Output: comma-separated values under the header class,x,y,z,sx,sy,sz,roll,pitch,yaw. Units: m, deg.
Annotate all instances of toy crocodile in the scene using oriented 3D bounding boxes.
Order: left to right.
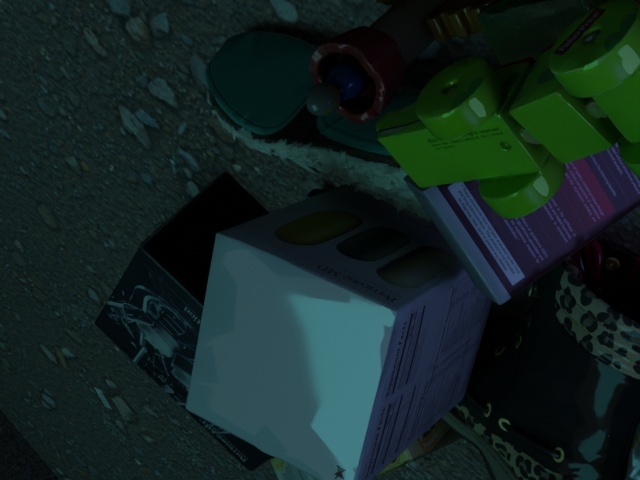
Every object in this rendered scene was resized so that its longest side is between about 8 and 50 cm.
class,x,y,z,sx,sy,sz,roll,pitch,yaw
toy crocodile,0.172,-0.099,0.731,0.115,0.105,0.341,44,149,-24

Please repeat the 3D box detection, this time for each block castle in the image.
class,x,y,z,sx,sy,sz,roll,pitch,yaw
block castle,0.132,-0.258,0.804,0.453,0.213,0.303,1,127,46

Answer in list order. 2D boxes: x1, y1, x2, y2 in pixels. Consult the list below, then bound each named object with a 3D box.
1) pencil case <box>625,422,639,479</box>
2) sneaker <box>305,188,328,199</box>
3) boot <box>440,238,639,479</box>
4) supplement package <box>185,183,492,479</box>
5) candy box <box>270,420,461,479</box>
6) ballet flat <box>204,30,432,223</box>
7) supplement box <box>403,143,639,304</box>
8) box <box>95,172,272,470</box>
class,x,y,z,sx,sy,sz,roll,pitch,yaw
pencil case,0.440,0.266,1.132,0.273,0.124,0.113,29,143,19
sneaker,0.000,0.000,1.356,0.073,0.063,0.162,21,140,35
boot,0.235,0.113,1.148,0.377,0.138,0.284,-122,40,-49
supplement package,0.032,0.083,1.052,0.199,0.263,0.198,23,114,25
candy box,0.086,0.268,1.414,0.316,0.183,0.087,-39,72,52
ballet flat,0.018,-0.109,1.103,0.409,0.147,0.147,32,148,47
supplement box,0.209,-0.069,0.908,0.130,0.239,0.073,55,180,-16
box,-0.122,0.133,1.523,0.343,0.179,0.312,44,148,1
